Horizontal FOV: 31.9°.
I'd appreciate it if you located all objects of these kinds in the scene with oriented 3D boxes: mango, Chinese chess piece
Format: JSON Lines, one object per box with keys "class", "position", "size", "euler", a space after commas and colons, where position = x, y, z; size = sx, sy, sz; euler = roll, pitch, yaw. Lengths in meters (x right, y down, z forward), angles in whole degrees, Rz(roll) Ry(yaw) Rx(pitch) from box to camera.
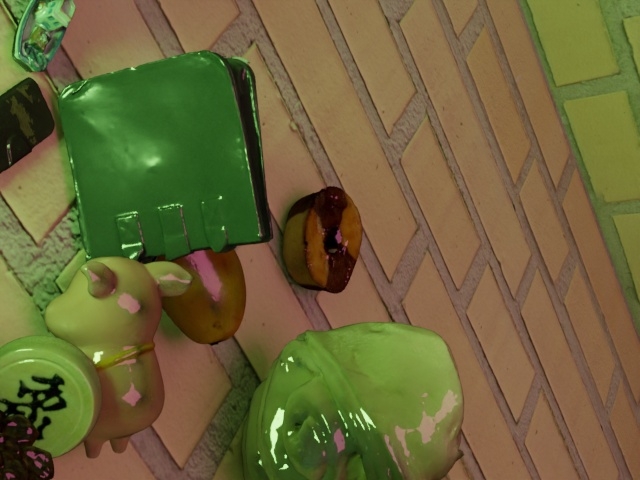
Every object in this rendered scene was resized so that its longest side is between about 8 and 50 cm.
{"class": "mango", "position": [-0.183, 0.026, 1.559], "size": [0.138, 0.113, 0.253], "euler": [-42, 112, -48]}
{"class": "Chinese chess piece", "position": [-0.322, 0.180, 1.281], "size": [0.058, 0.144, 0.144], "euler": [-112, -173, -79]}

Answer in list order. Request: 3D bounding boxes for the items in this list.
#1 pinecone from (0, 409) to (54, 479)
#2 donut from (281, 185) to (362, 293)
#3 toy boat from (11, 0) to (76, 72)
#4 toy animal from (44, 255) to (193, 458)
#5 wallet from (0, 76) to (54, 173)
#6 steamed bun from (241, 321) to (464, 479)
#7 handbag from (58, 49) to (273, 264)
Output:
{"class": "pinecone", "position": [-0.372, 0.273, 1.130], "size": [0.202, 0.201, 0.228], "euler": [50, 42, -35]}
{"class": "donut", "position": [0.000, 0.000, 1.884], "size": [0.166, 0.073, 0.184], "euler": [40, 52, -48]}
{"class": "toy boat", "position": [-0.341, -0.276, 1.410], "size": [0.059, 0.066, 0.140], "euler": [43, 49, -41]}
{"class": "toy animal", "position": [-0.264, 0.142, 1.384], "size": [0.165, 0.149, 0.247], "euler": [-6, 102, -62]}
{"class": "wallet", "position": [-0.383, -0.133, 1.361], "size": [0.156, 0.018, 0.082], "euler": [-50, 125, -50]}
{"class": "steamed bun", "position": [0.042, 0.300, 1.628], "size": [0.247, 0.352, 0.339], "euler": [-24, 108, -66]}
{"class": "handbag", "position": [-0.195, -0.097, 1.434], "size": [0.079, 0.248, 0.260], "euler": [-16, 96, -73]}
